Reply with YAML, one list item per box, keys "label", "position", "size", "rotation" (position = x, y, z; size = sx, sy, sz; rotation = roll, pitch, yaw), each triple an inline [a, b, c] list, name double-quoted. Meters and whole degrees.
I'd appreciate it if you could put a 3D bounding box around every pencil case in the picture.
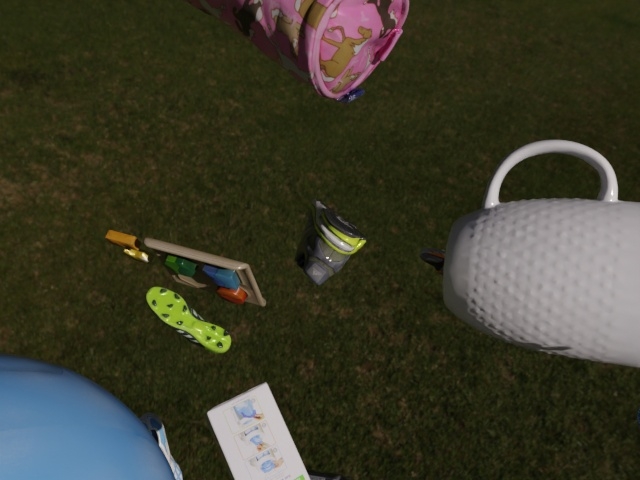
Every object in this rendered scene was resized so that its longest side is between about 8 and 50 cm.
- label: "pencil case"
  position: [-0.077, -0.328, 0.728]
  size: [0.386, 0.167, 0.160]
  rotation: [38, 70, 26]

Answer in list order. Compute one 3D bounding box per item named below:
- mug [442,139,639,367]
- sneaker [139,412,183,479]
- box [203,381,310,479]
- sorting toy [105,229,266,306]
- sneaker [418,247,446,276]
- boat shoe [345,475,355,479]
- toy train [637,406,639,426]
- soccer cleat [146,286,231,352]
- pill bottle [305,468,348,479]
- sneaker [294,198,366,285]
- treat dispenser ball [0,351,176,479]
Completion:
- label: "mug"
  position: [0.398, 0.012, 0.999]
  size: [0.328, 0.374, 0.276]
  rotation: [6, 8, 22]
- label: "sneaker"
  position: [-0.403, 0.541, 1.389]
  size: [0.085, 0.237, 0.086]
  rotation: [-14, 12, 7]
- label: "box"
  position: [-0.096, 0.344, 0.894]
  size: [0.103, 0.114, 0.203]
  rotation: [-22, 77, -20]
- label: "sorting toy"
  position: [-0.273, 0.063, 1.153]
  size: [0.307, 0.229, 0.041]
  rotation: [14, 68, 12]
- label: "sneaker"
  position: [0.344, 0.084, 1.442]
  size: [0.215, 0.083, 0.084]
  rotation: [25, 11, -4]
- label: "boat shoe"
  position: [0.094, 0.783, 1.490]
  size: [0.123, 0.342, 0.123]
  rotation: [13, 20, 37]
- label: "toy train"
  position: [0.509, 0.246, 0.776]
  size: [0.184, 0.080, 0.105]
  rotation: [43, 75, -22]
- label: "soccer cleat"
  position: [-0.245, 0.152, 1.034]
  size: [0.179, 0.072, 0.060]
  rotation: [37, 55, -8]
- label: "pill bottle"
  position: [-0.019, 0.552, 1.194]
  size: [0.246, 0.130, 0.130]
  rotation: [-1, 35, 25]
- label: "sneaker"
  position: [0.000, 0.000, 1.078]
  size: [0.111, 0.121, 0.300]
  rotation: [36, 5, -5]
- label: "treat dispenser ball"
  position: [-0.220, 0.209, 0.326]
  size: [0.288, 0.288, 0.288]
  rotation: [9, 41, -8]
